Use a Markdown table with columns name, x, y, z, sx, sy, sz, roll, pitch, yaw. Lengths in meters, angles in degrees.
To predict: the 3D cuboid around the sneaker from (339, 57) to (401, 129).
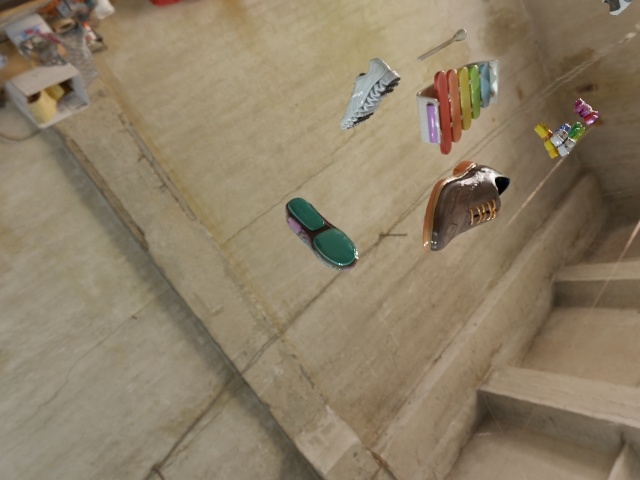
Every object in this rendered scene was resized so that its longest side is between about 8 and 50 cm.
| name | x | y | z | sx | sy | sz | roll | pitch | yaw |
| --- | --- | --- | --- | --- | --- | --- | --- | --- | --- |
| sneaker | 0.150 | -0.497 | 1.492 | 0.110 | 0.118 | 0.292 | -33 | 174 | -42 |

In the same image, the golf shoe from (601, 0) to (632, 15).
| name | x | y | z | sx | sy | sz | roll | pitch | yaw |
| --- | --- | --- | --- | --- | --- | --- | --- | --- | --- |
| golf shoe | 0.726 | -0.655 | 1.089 | 0.077 | 0.094 | 0.198 | 1 | -117 | -1 |

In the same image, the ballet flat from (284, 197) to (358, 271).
| name | x | y | z | sx | sy | sz | roll | pitch | yaw |
| --- | --- | --- | --- | --- | --- | --- | --- | --- | --- |
| ballet flat | 0.000 | 0.000 | 0.857 | 0.076 | 0.079 | 0.221 | -25 | -130 | -24 |

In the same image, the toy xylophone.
| name | x | y | z | sx | sy | sz | roll | pitch | yaw |
| --- | --- | --- | --- | --- | --- | --- | --- | --- | --- |
| toy xylophone | 0.339 | -0.381 | 1.095 | 0.081 | 0.236 | 0.322 | 20 | -126 | 43 |

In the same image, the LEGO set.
| name | x | y | z | sx | sy | sz | roll | pitch | yaw |
| --- | --- | --- | --- | --- | --- | --- | --- | --- | --- |
| LEGO set | 0.638 | -0.298 | 1.157 | 0.227 | 0.093 | 0.087 | -41 | 177 | -31 |

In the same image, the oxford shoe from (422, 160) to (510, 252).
| name | x | y | z | sx | sy | sz | roll | pitch | yaw |
| --- | --- | --- | --- | --- | --- | --- | --- | --- | --- |
| oxford shoe | 0.342 | -0.085 | 1.008 | 0.132 | 0.130 | 0.364 | 16 | -137 | 30 |
